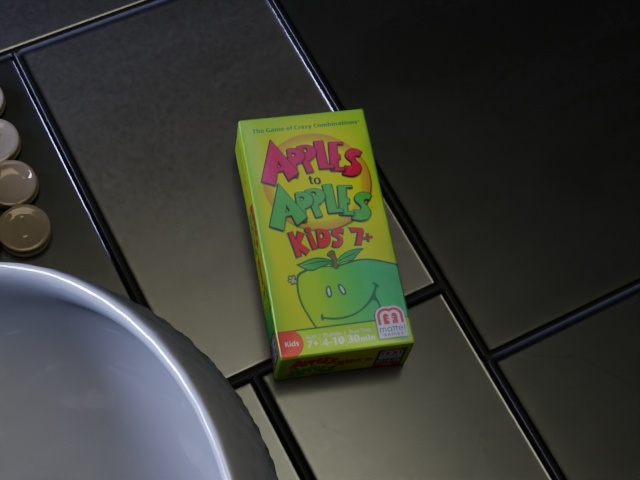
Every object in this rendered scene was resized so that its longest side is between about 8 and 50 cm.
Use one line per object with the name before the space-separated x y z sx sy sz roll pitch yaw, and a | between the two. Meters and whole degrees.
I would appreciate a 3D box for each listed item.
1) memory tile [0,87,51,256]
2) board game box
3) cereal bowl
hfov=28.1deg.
memory tile | -0.259 -0.043 0.894 0.113 0.012 0.148 -18 68 -15
board game box | 0.000 0.000 0.888 0.092 0.043 0.181 -7 66 -10
cereal bowl | -0.158 0.188 0.693 0.338 0.141 0.339 -7 72 23
